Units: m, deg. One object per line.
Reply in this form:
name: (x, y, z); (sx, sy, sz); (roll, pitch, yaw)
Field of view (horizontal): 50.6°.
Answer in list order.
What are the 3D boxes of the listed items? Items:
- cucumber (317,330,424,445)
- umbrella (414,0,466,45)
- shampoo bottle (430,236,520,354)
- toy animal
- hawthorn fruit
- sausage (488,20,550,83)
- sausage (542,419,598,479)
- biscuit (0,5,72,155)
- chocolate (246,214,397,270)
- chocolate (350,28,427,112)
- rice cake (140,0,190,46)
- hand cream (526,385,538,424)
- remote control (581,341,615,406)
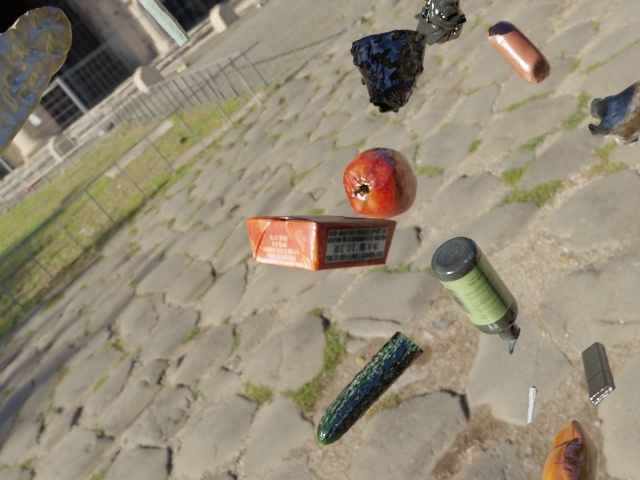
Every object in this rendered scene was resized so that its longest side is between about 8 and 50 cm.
cucumber: (0.070, 0.234, 1.047); (0.215, 0.052, 0.058); (-47, 27, -4)
umbrella: (0.267, -0.501, 1.463); (0.118, 0.118, 0.340); (-34, 0, 6)
shampoo bottle: (0.331, 0.117, 1.366); (0.101, 0.284, 0.101); (-29, 32, 20)
toy animal: (0.576, -0.260, 1.166); (0.233, 0.121, 0.168); (-38, -10, 28)
hawthorn fruit: (0.153, -0.149, 1.827); (0.205, 0.205, 0.253); (-24, 3, 28)
sausage: (0.494, -0.471, 1.685); (0.077, 0.194, 0.077); (-34, -14, -10)
sausage: (0.430, 0.390, 1.162); (0.089, 0.089, 0.179); (-19, 20, 37)
biscuit: (-0.500, -0.044, 0.821); (0.446, 0.104, 0.430); (-17, 43, 45)
chocolate: (0.000, 0.000, 1.432); (0.237, 0.108, 0.234); (-1, 3, -43)
chocolate: (0.128, -0.300, 1.243); (0.156, 0.133, 0.156); (-3, -2, 0)
rice cake: (-0.354, -0.505, 1.522); (0.033, 0.171, 0.029); (-25, 49, 16)
hand cream: (0.490, 0.382, 1.565); (0.030, 0.019, 0.093); (91, -167, -65)
remote control: (0.595, 0.282, 1.455); (0.063, 0.025, 0.245); (-48, -4, 20)
